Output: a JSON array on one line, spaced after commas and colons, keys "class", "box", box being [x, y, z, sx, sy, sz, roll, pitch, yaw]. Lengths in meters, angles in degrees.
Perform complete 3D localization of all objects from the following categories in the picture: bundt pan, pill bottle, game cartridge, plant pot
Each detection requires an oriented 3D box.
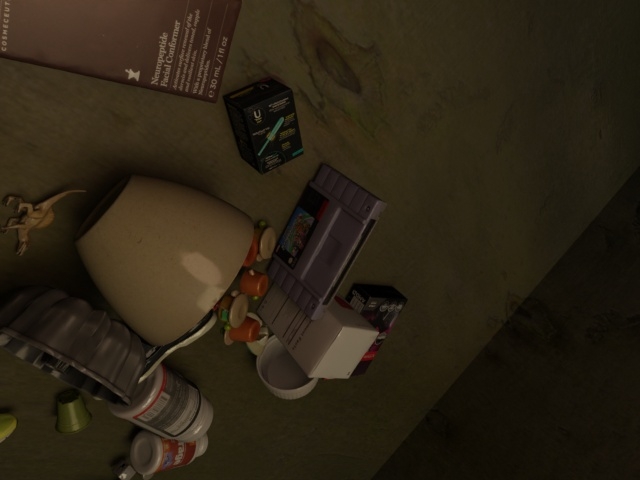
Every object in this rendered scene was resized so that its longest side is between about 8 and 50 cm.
[{"class": "bundt pan", "box": [-0.495, 0.201, 0.952, 0.124, 0.331, 0.330, -65, 148, -31]}, {"class": "pill bottle", "box": [-0.419, 0.434, 1.280, 0.161, 0.161, 0.283, -40, 139, -9]}, {"class": "game cartridge", "box": [0.000, 0.000, 1.256, 0.068, 0.230, 0.355, 9, 114, -52]}, {"class": "pill bottle", "box": [-0.441, 0.612, 1.417, 0.121, 0.121, 0.216, -55, 149, 7]}, {"class": "plant pot", "box": [-0.612, 0.415, 1.170, 0.083, 0.083, 0.079, -14, 117, -33]}]

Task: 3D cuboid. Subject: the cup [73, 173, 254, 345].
[{"class": "cup", "box": [-0.332, 0.007, 0.948, 0.331, 0.331, 0.237, -48, 119, 0]}]

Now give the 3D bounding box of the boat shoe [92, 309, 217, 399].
[{"class": "boat shoe", "box": [-0.422, 0.243, 1.163, 0.340, 0.127, 0.113, -32, 123, -16]}]

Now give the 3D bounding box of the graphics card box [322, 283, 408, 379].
[{"class": "graphics card box", "box": [0.142, 0.336, 1.741, 0.233, 0.094, 0.370, 11, 112, -44]}]

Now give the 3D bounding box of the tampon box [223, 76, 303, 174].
[{"class": "tampon box", "box": [-0.123, -0.254, 1.054, 0.120, 0.101, 0.161, -30, 135, -21]}]

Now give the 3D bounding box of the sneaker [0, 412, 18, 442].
[{"class": "sneaker", "box": [-0.761, 0.391, 1.015, 0.209, 0.081, 0.094, 10, 111, -44]}]

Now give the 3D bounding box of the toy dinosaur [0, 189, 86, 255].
[{"class": "toy dinosaur", "box": [-0.540, -0.054, 0.899, 0.183, 0.053, 0.093, -45, 155, 7]}]

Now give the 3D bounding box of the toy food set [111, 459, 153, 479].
[{"class": "toy food set", "box": [-0.599, 0.709, 1.410, 0.232, 0.105, 0.111, -46, 131, -35]}]

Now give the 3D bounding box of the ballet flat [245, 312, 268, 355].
[{"class": "ballet flat", "box": [-0.197, 0.262, 1.389, 0.086, 0.086, 0.248, -40, 139, -10]}]

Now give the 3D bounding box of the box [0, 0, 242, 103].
[{"class": "box", "box": [-0.336, -0.364, 0.762, 0.382, 0.143, 0.191, 1, 120, -39]}]

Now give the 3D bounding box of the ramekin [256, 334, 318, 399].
[{"class": "ramekin", "box": [-0.096, 0.400, 1.508, 0.207, 0.207, 0.109, -28, 144, -22]}]

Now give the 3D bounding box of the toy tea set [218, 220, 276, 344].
[{"class": "toy tea set", "box": [-0.221, 0.108, 1.213, 0.200, 0.124, 0.335, 2, 99, -71]}]

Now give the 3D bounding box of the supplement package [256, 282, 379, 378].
[{"class": "supplement package", "box": [-0.013, 0.235, 1.377, 0.178, 0.293, 0.175, 20, 106, -48]}]

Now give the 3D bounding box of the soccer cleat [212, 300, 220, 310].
[{"class": "soccer cleat", "box": [-0.307, 0.192, 1.294, 0.083, 0.029, 0.035, -33, 146, -12]}]
